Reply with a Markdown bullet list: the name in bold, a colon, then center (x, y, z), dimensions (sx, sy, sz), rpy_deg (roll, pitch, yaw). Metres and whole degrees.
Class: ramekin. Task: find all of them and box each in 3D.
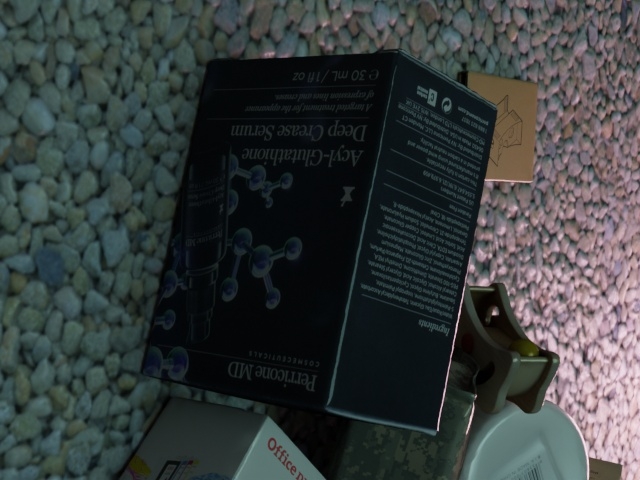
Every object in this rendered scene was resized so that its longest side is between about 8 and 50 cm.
- **ramekin**: center (0.265, 0.344, 1.906), dimensions (0.277, 0.135, 0.277), rpy_deg (-3, 95, -32)

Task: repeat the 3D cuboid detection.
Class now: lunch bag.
- **lunch bag**: center (0.108, 0.256, 1.690), dimensions (0.287, 0.169, 0.235), rpy_deg (-25, 131, -80)

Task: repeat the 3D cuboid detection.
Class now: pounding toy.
- **pounding toy**: center (0.264, 0.144, 1.838), dimensions (0.155, 0.269, 0.154), rpy_deg (3, 102, -23)

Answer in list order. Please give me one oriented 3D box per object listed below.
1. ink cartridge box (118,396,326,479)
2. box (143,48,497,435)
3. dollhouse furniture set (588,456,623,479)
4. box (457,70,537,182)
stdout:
- **ink cartridge box**: center (-0.130, 0.326, 1.475), dimensions (0.232, 0.168, 0.171), rpy_deg (-59, 133, -28)
- **box**: center (0.000, 0.000, 1.501), dimensions (0.212, 0.294, 0.395), rpy_deg (19, 78, -48)
- **dollhouse furniture set**: center (0.407, 0.473, 2.101), dimensions (0.161, 0.212, 0.242), rpy_deg (79, 24, -80)
- **box**: center (0.275, -0.173, 2.011), dimensions (0.201, 0.021, 0.164), rpy_deg (0, 94, -50)
